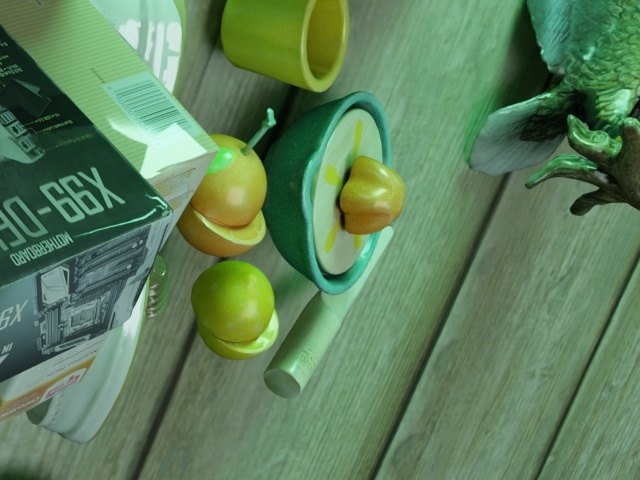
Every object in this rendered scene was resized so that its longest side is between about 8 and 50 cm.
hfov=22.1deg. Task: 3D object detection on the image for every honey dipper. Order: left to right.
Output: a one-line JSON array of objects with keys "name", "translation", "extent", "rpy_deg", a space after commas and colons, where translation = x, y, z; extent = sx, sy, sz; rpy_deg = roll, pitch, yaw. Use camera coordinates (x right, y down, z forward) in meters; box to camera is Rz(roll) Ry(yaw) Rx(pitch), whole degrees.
[{"name": "honey dipper", "translation": [-0.104, -0.009, 0.979], "extent": [0.030, 0.030, 0.160], "rpy_deg": [-39, 156, -30]}]

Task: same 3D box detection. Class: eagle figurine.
[{"name": "eagle figurine", "translation": [0.260, -0.164, 1.295], "extent": [0.226, 0.225, 0.298], "rpy_deg": [143, -41, -62]}]

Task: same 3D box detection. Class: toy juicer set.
[{"name": "toy juicer set", "translation": [0.000, 0.000, 1.062], "extent": [0.329, 0.090, 0.209], "rpy_deg": [63, 42, -56]}]

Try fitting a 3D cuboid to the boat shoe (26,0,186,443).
[{"name": "boat shoe", "translation": [-0.146, -0.021, 0.893], "extent": [0.096, 0.098, 0.277], "rpy_deg": [0, 106, -31]}]

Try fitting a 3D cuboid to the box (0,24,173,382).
[{"name": "box", "translation": [-0.245, -0.021, 0.596], "extent": [0.307, 0.242, 0.076], "rpy_deg": [-27, 155, -43]}]

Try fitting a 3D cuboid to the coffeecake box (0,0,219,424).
[{"name": "coffeecake box", "translation": [-0.148, -0.023, 0.775], "extent": [0.068, 0.142, 0.185], "rpy_deg": [-26, 159, -46]}]
